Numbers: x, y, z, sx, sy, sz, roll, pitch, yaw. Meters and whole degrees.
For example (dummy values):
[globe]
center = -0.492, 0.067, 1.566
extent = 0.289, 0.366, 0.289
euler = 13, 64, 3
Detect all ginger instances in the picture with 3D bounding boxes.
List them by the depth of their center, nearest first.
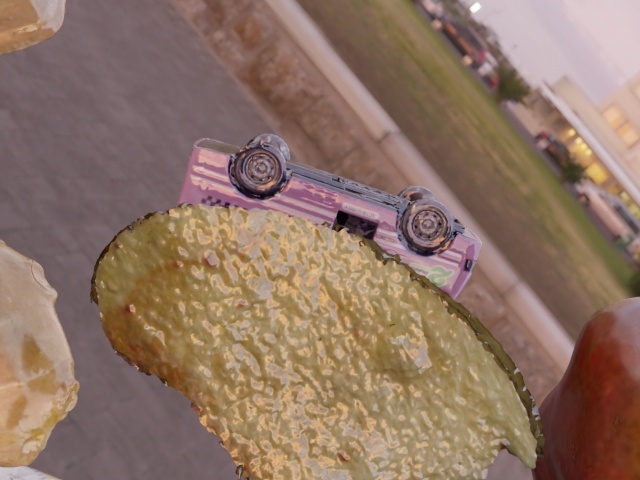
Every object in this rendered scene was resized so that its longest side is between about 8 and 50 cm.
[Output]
[ginger]
center = -0.361, 0.009, 0.952
extent = 0.122, 0.363, 0.348
euler = 64, 27, -60

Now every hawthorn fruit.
[hawthorn fruit]
center = 0.233, 0.143, 0.630
extent = 0.208, 0.208, 0.248
euler = 37, 23, -47

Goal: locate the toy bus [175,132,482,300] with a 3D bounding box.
[toy bus]
center = 0.000, 0.000, 0.775
extent = 0.199, 0.108, 0.096
euler = 19, 8, -3

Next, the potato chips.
[potato chips]
center = -0.006, 0.058, 0.509
extent = 0.026, 0.209, 0.142
euler = -18, 112, -79

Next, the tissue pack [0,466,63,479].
[tissue pack]
center = -0.349, 0.374, 1.433
extent = 0.222, 0.186, 0.090
euler = 15, 31, 28

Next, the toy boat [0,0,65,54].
[toy boat]
center = -0.254, -0.219, 0.889
extent = 0.061, 0.116, 0.188
euler = 68, 10, -47
